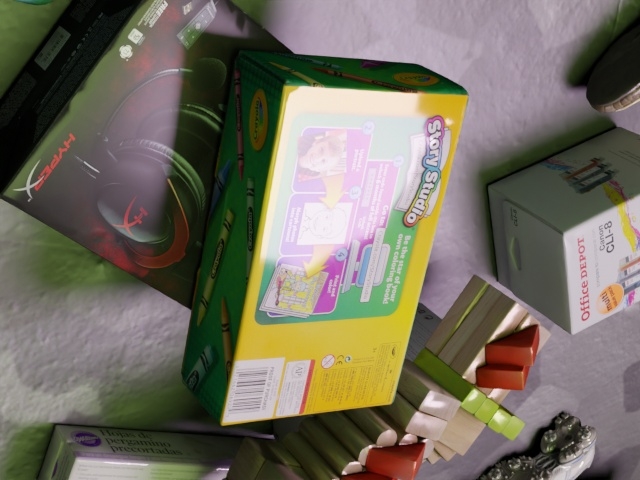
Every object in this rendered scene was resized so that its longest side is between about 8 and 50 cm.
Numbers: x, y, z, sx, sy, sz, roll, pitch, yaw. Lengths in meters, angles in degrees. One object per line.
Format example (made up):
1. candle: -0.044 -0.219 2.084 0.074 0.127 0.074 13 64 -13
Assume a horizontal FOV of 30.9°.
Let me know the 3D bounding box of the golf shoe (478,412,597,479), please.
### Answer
1. golf shoe: 0.254 0.284 1.348 0.176 0.069 0.086 -32 131 -12

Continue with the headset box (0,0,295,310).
1. headset box: -0.094 -0.069 0.939 0.293 0.110 0.218 36 92 -38

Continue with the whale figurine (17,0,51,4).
1. whale figurine: -0.192 -0.233 0.730 0.216 0.141 0.272 7 145 -24

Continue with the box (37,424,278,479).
1. box: -0.103 0.227 1.108 0.324 0.063 0.067 10 107 -34

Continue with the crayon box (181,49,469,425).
1. crayon box: 0.000 0.000 0.906 0.165 0.081 0.278 -1 114 -33

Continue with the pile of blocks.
1. pile of blocks: 0.079 0.182 1.030 0.362 0.112 0.149 -33 123 -13

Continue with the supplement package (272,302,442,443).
1. supplement package: 0.050 0.149 1.134 0.179 0.105 0.105 -17 121 -22

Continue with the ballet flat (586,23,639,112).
1. ballet flat: 0.365 -0.210 1.164 0.250 0.084 0.058 -46 126 -10

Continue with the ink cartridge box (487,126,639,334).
1. ink cartridge box: 0.279 -0.013 1.176 0.176 0.127 0.128 -24 124 -18
